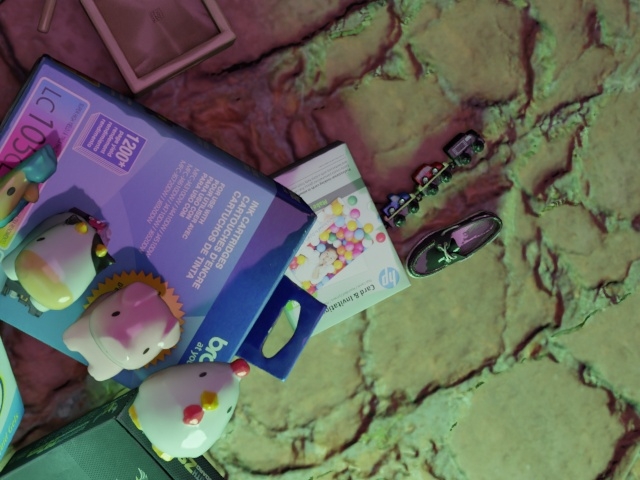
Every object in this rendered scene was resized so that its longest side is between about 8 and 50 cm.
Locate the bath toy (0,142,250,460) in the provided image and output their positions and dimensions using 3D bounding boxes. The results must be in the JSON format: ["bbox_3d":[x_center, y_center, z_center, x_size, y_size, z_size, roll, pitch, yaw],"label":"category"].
[{"bbox_3d":[-0.201,0.068,1.705,0.129,0.151,0.348,-35,105,16],"label":"bath toy"}]

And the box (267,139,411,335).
[{"bbox_3d":[0.000,0.000,1.976,0.145,0.038,0.186,-27,103,-9],"label":"box"}]

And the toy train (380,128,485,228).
[{"bbox_3d":[0.126,-0.072,2.004,0.158,0.027,0.036,-43,101,-6],"label":"toy train"}]

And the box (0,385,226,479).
[{"bbox_3d":[-0.219,0.274,1.868,0.183,0.233,0.059,50,39,-14],"label":"box"}]

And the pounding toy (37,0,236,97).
[{"bbox_3d":[-0.221,-0.262,1.868,0.181,0.094,0.206,-30,93,-4],"label":"pounding toy"}]

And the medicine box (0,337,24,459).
[{"bbox_3d":[-0.435,0.170,1.701,0.149,0.263,0.289,9,138,14],"label":"medicine box"}]

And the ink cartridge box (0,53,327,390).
[{"bbox_3d":[-0.189,0.009,1.852,0.395,0.151,0.270,29,95,-13],"label":"ink cartridge box"}]

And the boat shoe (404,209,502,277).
[{"bbox_3d":[0.157,0.006,2.014,0.125,0.038,0.046,-27,102,-10],"label":"boat shoe"}]
